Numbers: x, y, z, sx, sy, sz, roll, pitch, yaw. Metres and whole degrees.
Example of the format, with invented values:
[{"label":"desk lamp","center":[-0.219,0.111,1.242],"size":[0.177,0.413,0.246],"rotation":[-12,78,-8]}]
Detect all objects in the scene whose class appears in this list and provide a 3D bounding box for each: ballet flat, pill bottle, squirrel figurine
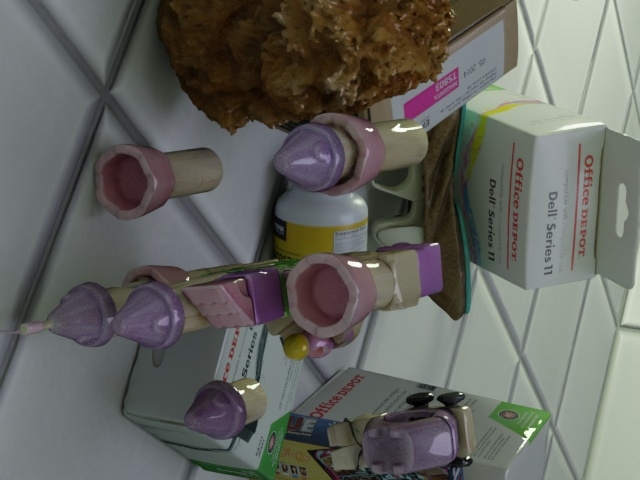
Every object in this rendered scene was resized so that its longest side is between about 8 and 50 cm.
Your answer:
[{"label":"ballet flat","center":[0.123,-0.060,2.047],"size":[0.116,0.124,0.342],"rotation":[-130,-144,-69]},{"label":"pill bottle","center":[0.000,0.000,1.775],"size":[0.103,0.103,0.184],"rotation":[-34,128,-62]},{"label":"squirrel figurine","center":[0.055,-0.255,1.451],"size":[0.281,0.370,0.397],"rotation":[59,44,-59]}]

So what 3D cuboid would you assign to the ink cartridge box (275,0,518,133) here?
[{"label":"ink cartridge box","center":[0.056,-0.187,1.636],"size":[0.234,0.193,0.088],"rotation":[-36,136,-33]}]

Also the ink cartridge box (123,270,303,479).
[{"label":"ink cartridge box","center":[-0.099,0.136,1.593],"size":[0.208,0.087,0.153],"rotation":[49,52,-62]}]

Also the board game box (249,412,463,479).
[{"label":"board game box","center":[0.039,0.273,1.780],"size":[0.042,0.243,0.165],"rotation":[-59,150,-45]}]

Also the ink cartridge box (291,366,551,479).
[{"label":"ink cartridge box","center":[0.117,0.259,1.936],"size":[0.198,0.273,0.115],"rotation":[-33,130,-62]}]

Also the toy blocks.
[{"label":"toy blocks","center":[-0.066,0.063,1.311],"size":[0.260,0.288,0.309],"rotation":[-13,96,-56]}]

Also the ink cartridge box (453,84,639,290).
[{"label":"ink cartridge box","center":[0.254,-0.068,2.067],"size":[0.119,0.353,0.207],"rotation":[-9,110,-28]}]
